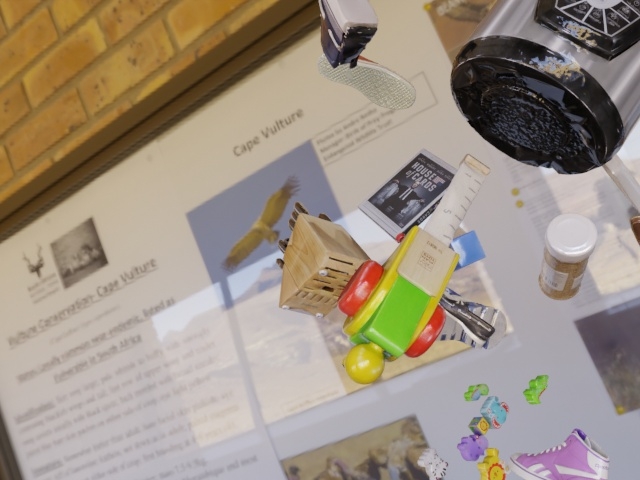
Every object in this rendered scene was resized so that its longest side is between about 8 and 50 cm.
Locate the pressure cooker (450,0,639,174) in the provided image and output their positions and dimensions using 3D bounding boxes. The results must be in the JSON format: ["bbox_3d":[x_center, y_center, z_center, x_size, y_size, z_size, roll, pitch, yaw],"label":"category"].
[{"bbox_3d":[0.503,-0.393,1.247,0.420,0.370,0.375,-52,35,-11],"label":"pressure cooker"}]

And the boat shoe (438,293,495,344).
[{"bbox_3d":[0.245,0.125,1.087,0.038,0.125,0.046,-51,-18,17],"label":"boat shoe"}]

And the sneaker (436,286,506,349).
[{"bbox_3d":[0.257,0.164,1.472,0.316,0.127,0.182,18,2,-24],"label":"sneaker"}]

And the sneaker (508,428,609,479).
[{"bbox_3d":[0.577,0.523,1.512,0.102,0.161,0.282,20,-9,-24],"label":"sneaker"}]

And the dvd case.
[{"bbox_3d":[0.234,-0.119,1.618,0.239,0.179,0.029,-42,-47,-2],"label":"dvd case"}]

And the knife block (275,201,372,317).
[{"bbox_3d":[0.000,0.000,1.114,0.088,0.242,0.275,15,-31,-19],"label":"knife block"}]

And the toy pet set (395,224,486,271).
[{"bbox_3d":[0.182,0.035,0.946,0.114,0.065,0.122,-22,-51,-10],"label":"toy pet set"}]

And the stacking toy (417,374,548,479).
[{"bbox_3d":[0.280,0.319,1.063,0.221,0.052,0.167,-44,9,-32],"label":"stacking toy"}]

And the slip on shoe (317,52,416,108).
[{"bbox_3d":[0.151,-0.508,1.945,0.101,0.331,0.123,-44,-25,-45],"label":"slip on shoe"}]

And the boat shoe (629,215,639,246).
[{"bbox_3d":[0.923,-0.003,1.766,0.064,0.178,0.060,-19,40,41],"label":"boat shoe"}]

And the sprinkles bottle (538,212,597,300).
[{"bbox_3d":[0.660,0.052,1.700,0.121,0.121,0.355,-24,-28,4],"label":"sprinkles bottle"}]

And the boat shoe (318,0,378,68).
[{"bbox_3d":[0.031,-0.578,1.533,0.127,0.340,0.158,-3,-27,-21],"label":"boat shoe"}]

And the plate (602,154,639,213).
[{"bbox_3d":[0.838,-0.205,1.792,0.045,0.277,0.278,-37,-53,22],"label":"plate"}]

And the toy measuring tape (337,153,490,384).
[{"bbox_3d":[0.107,0.033,0.738,0.121,0.121,0.330,-35,18,54],"label":"toy measuring tape"}]
